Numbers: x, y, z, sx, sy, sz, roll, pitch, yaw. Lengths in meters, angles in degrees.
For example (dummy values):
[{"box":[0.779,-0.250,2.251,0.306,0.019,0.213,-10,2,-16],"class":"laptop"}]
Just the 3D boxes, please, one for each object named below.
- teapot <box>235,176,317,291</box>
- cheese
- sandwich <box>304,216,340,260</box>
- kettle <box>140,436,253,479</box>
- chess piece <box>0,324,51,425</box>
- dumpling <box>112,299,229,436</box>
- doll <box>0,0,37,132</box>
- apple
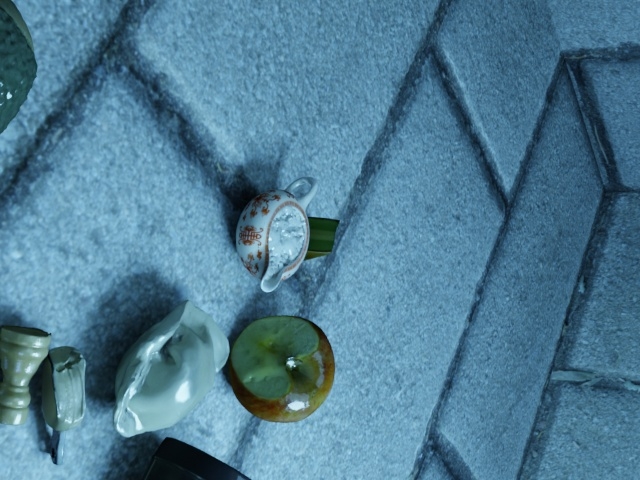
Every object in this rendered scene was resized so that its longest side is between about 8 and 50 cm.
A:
[{"box":[-0.077,-0.018,1.541,0.159,0.116,0.246,42,62,-35],"class":"teapot"},{"box":[-0.348,0.228,1.191,0.047,0.092,0.171,0,97,-29],"class":"cheese"},{"box":[0.000,0.000,1.648,0.074,0.116,0.074,35,66,-51],"class":"sandwich"},{"box":[-0.215,0.474,1.349,0.271,0.207,0.251,-59,162,-23],"class":"kettle"},{"box":[-0.393,0.176,1.147,0.066,0.066,0.122,11,89,-56],"class":"chess piece"},{"box":[-0.230,0.192,1.324,0.250,0.132,0.162,-41,130,-46],"class":"dumpling"},{"box":[-0.454,-0.141,0.884,0.350,0.247,0.247,-60,140,-16],"class":"doll"},{"box":[-0.062,0.228,1.540,0.195,0.173,0.160,-60,137,-26],"class":"apple"}]
